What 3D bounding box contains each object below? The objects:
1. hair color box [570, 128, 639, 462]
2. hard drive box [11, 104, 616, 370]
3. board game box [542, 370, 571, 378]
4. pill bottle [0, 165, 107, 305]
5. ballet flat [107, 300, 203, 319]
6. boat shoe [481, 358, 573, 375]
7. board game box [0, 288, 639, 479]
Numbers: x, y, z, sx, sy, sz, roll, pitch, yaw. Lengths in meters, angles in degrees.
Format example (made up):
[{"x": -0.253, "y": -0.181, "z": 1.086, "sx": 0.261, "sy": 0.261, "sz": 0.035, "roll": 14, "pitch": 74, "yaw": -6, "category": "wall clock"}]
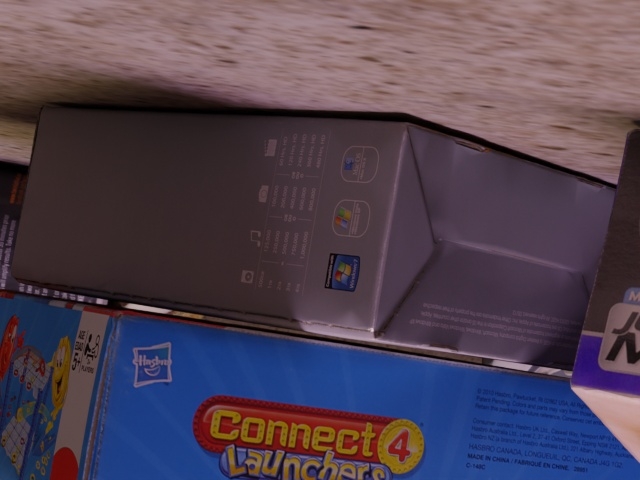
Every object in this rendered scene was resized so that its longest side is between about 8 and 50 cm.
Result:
[{"x": 0.241, "y": 0.079, "z": 0.672, "sx": 0.185, "sy": 0.110, "sz": 0.339, "roll": 7, "pitch": 159, "yaw": 29, "category": "hair color box"}, {"x": 0.000, "y": 0.000, "z": 0.796, "sx": 0.232, "sy": 0.089, "sz": 0.181, "roll": 6, "pitch": 175, "yaw": 41, "category": "hard drive box"}, {"x": 0.271, "y": 0.201, "z": 1.434, "sx": 0.065, "sy": 0.319, "sz": 0.318, "roll": 12, "pitch": 175, "yaw": -20, "category": "board game box"}, {"x": -0.271, "y": 0.003, "z": 1.213, "sx": 0.245, "sy": 0.130, "sz": 0.130, "roll": 10, "pitch": 176, "yaw": -5, "category": "pill bottle"}, {"x": -0.195, "y": 0.015, "z": 1.411, "sx": 0.348, "sy": 0.123, "sz": 0.123, "roll": 13, "pitch": 175, "yaw": -43, "category": "ballet flat"}, {"x": 0.153, "y": 0.035, "z": 0.983, "sx": 0.088, "sy": 0.096, "sz": 0.267, "roll": 14, "pitch": 168, "yaw": -1, "category": "boat shoe"}, {"x": -0.020, "y": 0.088, "z": 0.840, "sx": 0.308, "sy": 0.086, "sz": 0.302, "roll": 10, "pitch": 177, "yaw": -27, "category": "board game box"}]
